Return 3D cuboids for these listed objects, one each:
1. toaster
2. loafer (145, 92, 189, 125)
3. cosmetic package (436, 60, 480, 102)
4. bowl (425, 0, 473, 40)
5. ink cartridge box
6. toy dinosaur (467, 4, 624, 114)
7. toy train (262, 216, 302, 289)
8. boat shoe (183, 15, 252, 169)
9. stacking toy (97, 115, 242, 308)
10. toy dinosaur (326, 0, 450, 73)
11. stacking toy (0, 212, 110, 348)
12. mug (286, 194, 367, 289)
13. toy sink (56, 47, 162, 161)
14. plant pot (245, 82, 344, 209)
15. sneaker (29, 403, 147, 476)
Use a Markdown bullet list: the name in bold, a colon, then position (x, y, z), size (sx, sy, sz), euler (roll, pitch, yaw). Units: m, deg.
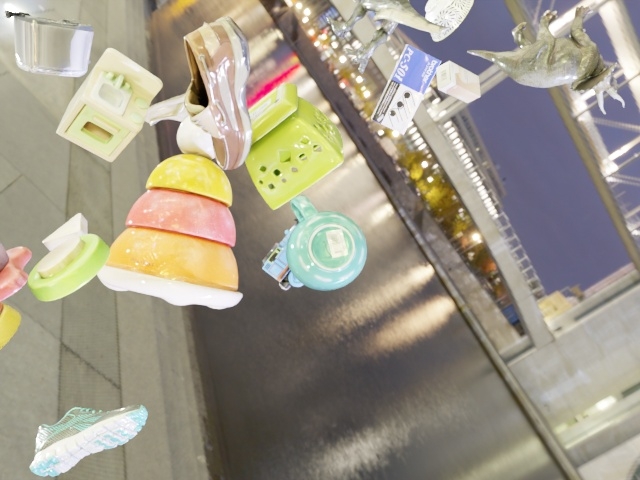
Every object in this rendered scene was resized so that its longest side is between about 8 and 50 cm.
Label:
- **toaster**: position (-0.747, -0.540, 1.476), size (0.129, 0.147, 0.227), euler (26, 25, 33)
- **loafer**: position (-0.426, -0.400, 1.642), size (0.102, 0.268, 0.092), euler (-62, 133, -63)
- **cosmetic package**: position (0.329, -0.376, 1.271), size (0.115, 0.041, 0.060), euler (7, 75, -39)
- **bowl**: position (0.363, -0.685, 1.573), size (0.080, 0.170, 0.170), euler (30, 20, -22)
- **ink cartridge box**: position (0.221, -0.393, 1.397), size (0.097, 0.207, 0.046), euler (24, 19, -6)
- **toy dinosaur**: position (0.458, -0.364, 1.059), size (0.121, 0.313, 0.160), euler (83, 14, -76)
- **toy train**: position (-0.048, 0.022, 1.203), size (0.105, 0.184, 0.080), euler (38, 2, -11)
- **boat shoe**: position (-0.214, -0.278, 1.060), size (0.122, 0.119, 0.324), euler (49, -31, 34)
- **stacking toy**: position (-0.321, -0.088, 1.321), size (0.350, 0.480, 0.350), euler (12, -6, 1)
- **toy dinosaur**: position (0.077, -0.296, 0.710), size (0.064, 0.118, 0.268), euler (42, 23, -33)
- **stacking toy**: position (-0.505, 0.027, 0.846), size (0.309, 0.279, 0.130), euler (32, -26, 53)
- **mug**: position (-0.001, 0.010, 0.878), size (0.157, 0.129, 0.097), euler (29, -10, -4)
- **toy sink**: position (-0.524, -0.327, 1.327), size (0.152, 0.234, 0.131), euler (31, 45, -33)
- **plant pot**: position (-0.093, -0.252, 1.345), size (0.207, 0.228, 0.227), euler (47, 19, -26)
- **sneaker**: position (-0.332, 0.264, 0.761), size (0.065, 0.166, 0.076), euler (78, -13, -48)
